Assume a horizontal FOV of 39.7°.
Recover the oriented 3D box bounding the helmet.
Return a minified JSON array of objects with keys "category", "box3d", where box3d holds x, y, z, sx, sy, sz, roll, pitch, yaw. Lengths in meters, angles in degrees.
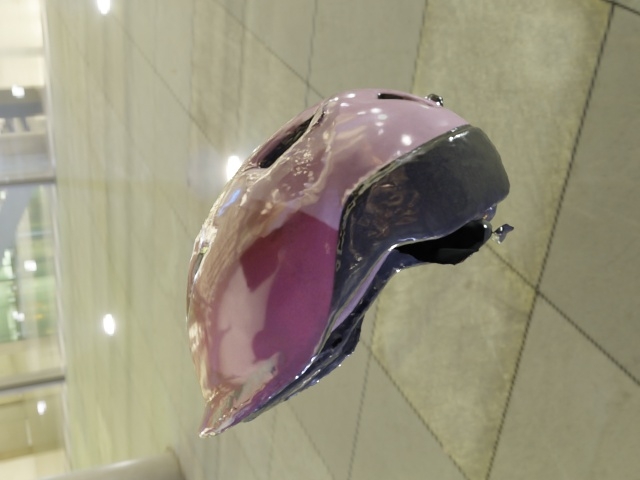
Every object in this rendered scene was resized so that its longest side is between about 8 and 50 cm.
[{"category":"helmet","box3d":[0.000,0.000,0.581,0.154,0.253,0.198,59,-177,9]}]
